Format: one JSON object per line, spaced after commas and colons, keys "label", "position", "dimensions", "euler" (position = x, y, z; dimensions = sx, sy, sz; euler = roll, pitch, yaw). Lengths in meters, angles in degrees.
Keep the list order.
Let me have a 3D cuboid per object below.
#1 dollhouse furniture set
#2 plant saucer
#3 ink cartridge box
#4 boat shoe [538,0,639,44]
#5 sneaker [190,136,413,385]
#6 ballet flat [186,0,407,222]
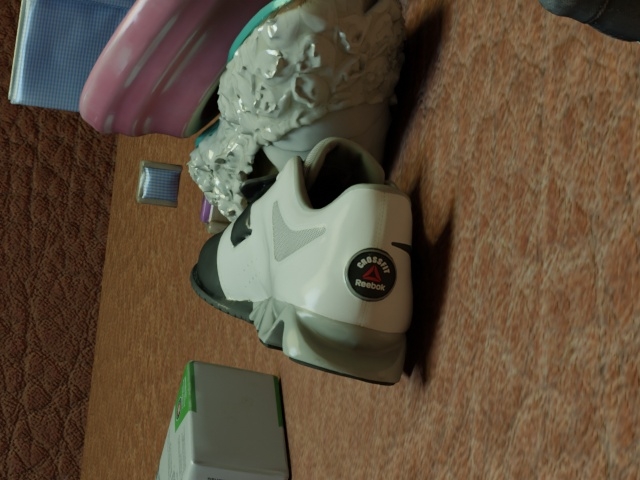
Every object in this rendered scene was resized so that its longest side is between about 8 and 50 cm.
{"label": "dollhouse furniture set", "position": [-0.180, -0.158, 1.888], "dimensions": [0.198, 0.303, 0.286], "euler": [-140, 61, -78]}
{"label": "plant saucer", "position": [-0.059, -0.202, 1.583], "dimensions": [0.332, 0.084, 0.332], "euler": [-50, -1, -1]}
{"label": "ink cartridge box", "position": [-0.096, 0.235, 1.689], "dimensions": [0.153, 0.087, 0.208], "euler": [-100, 23, -58]}
{"label": "boat shoe", "position": [0.130, -0.213, 0.901], "dimensions": [0.108, 0.102, 0.301], "euler": [116, 160, -54]}
{"label": "sneaker", "position": [0.000, 0.000, 1.365], "dimensions": [0.330, 0.122, 0.146], "euler": [-159, 83, -70]}
{"label": "ballet flat", "position": [-0.006, -0.078, 1.491], "dimensions": [0.409, 0.147, 0.147], "euler": [130, 148, -74]}
